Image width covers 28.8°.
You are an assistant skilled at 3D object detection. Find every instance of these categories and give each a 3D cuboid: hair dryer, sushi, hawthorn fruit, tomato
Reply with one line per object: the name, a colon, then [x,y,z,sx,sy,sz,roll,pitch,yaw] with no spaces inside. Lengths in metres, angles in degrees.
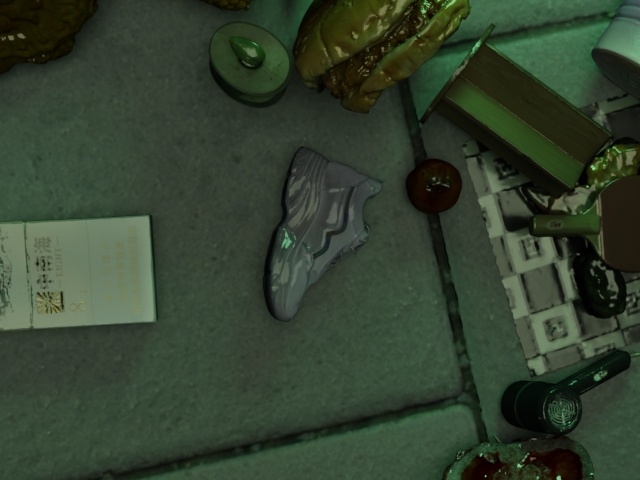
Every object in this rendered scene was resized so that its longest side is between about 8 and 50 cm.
hair dryer: [0.374,0.207,1.776,0.219,0.124,0.071,-24,96,-20]
sushi: [0.420,-0.020,1.790,0.343,0.064,0.359,-17,93,-4]
hawthorn fruit: [0.161,-0.076,1.752,0.081,0.093,0.081,0,93,-4]
tomato: [0.283,0.384,1.743,0.214,0.181,0.155,-5,125,16]

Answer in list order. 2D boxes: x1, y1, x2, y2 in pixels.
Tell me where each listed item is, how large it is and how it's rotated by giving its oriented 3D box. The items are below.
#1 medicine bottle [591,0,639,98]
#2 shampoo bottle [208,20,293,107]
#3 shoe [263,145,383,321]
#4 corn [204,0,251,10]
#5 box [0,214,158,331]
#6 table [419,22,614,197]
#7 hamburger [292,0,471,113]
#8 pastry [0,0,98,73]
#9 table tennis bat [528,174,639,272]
medicine bottle: [0.510,-0.328,1.746,0.152,0.152,0.254,35,88,-5]
shampoo bottle: [-0.094,-0.235,1.658,0.118,0.234,0.087,34,89,-4]
shoe: [0.000,0.000,1.742,0.137,0.095,0.245,13,84,-2]
corn: [-0.221,-0.432,1.614,0.387,0.144,0.144,25,89,-40]
box: [-0.351,0.045,1.727,0.242,0.067,0.155,-4,90,-5]
table: [0.275,-0.166,1.714,0.226,0.167,0.167,36,88,1]
hamburger: [0.079,-0.298,1.650,0.259,0.283,0.144,-43,101,14]
pastry: [-0.406,-0.348,1.650,0.240,0.235,0.132,-11,54,4]
table tennis bat: [0.412,-0.023,1.750,0.246,0.022,0.138,0,91,-11]
